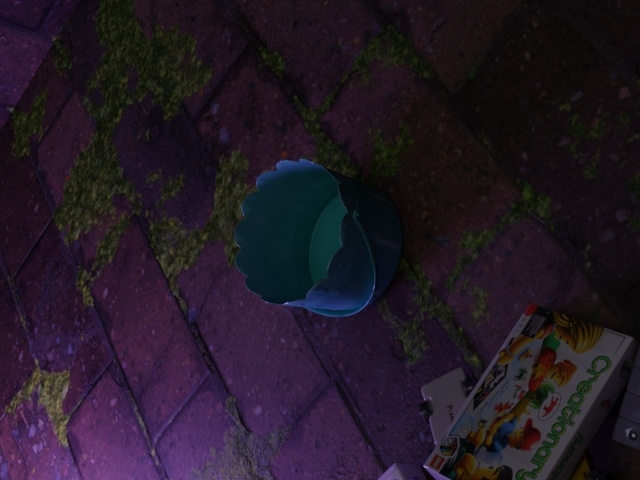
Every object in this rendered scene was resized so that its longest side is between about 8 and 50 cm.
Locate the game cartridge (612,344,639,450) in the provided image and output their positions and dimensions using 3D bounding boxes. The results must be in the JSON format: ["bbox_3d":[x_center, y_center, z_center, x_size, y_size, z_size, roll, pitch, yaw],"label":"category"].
[{"bbox_3d":[0.566,0.212,1.406,0.355,0.068,0.230,17,96,46],"label":"game cartridge"}]

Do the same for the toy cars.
[{"bbox_3d":[0.291,0.319,1.632,0.393,0.087,0.176,16,66,49],"label":"toy cars"}]

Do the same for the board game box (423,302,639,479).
[{"bbox_3d":[0.307,0.247,1.569,0.193,0.053,0.305,18,67,49],"label":"board game box"}]

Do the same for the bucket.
[{"bbox_3d":[0.000,0.000,1.946,0.281,0.183,0.281,-15,69,43],"label":"bucket"}]

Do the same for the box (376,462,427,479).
[{"bbox_3d":[0.060,0.499,1.836,0.324,0.067,0.063,-50,49,25],"label":"box"}]
